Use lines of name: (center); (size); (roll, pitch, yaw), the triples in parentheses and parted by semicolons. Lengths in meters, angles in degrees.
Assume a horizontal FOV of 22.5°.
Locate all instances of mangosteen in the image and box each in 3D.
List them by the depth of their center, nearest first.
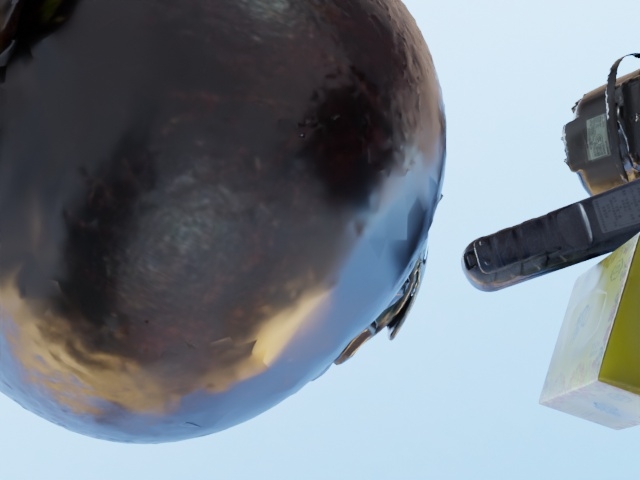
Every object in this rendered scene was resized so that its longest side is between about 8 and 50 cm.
mangosteen: (-0.090, -0.049, 0.867); (0.330, 0.330, 0.330); (7, -145, -5)

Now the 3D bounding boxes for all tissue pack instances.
tissue pack: (0.193, 0.061, 1.014); (0.062, 0.095, 0.176); (18, 170, -1)

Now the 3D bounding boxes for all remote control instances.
remote control: (0.167, -0.004, 1.075); (0.152, 0.027, 0.043); (-20, -129, 10)

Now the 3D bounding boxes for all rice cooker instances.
rice cooker: (0.292, -0.079, 1.350); (0.203, 0.118, 0.142); (15, -114, -44)

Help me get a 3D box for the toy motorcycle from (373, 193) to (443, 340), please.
toy motorcycle: (0.000, 0.000, 1.503); (0.206, 0.260, 0.154); (19, -146, 0)
